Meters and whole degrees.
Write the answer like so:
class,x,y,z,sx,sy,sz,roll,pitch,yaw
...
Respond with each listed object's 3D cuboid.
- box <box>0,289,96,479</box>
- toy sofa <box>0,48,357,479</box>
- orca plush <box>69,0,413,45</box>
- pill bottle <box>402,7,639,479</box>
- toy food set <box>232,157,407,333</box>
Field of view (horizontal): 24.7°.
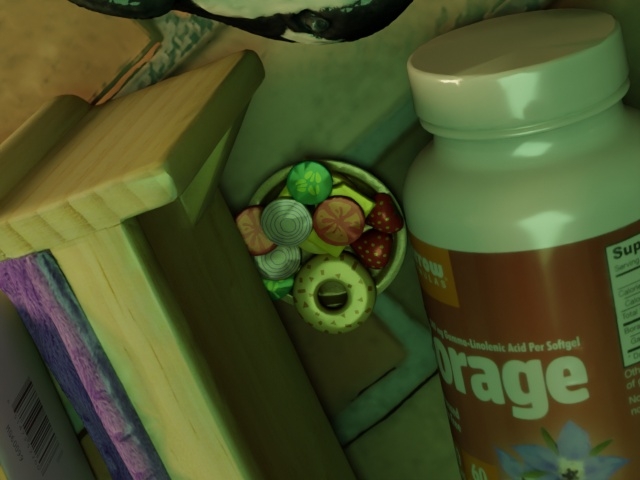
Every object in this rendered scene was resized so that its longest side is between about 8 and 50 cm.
class,x,y,z,sx,sy,sz,roll,pitch,yaw
box,-0.222,0.114,0.738,0.170,0.091,0.130,-16,110,11
toy sofa,-0.054,0.112,0.677,0.177,0.150,0.362,-17,111,20
orca plush,-0.098,-0.127,0.624,0.287,0.151,0.102,6,144,0
pill bottle,0.103,0.014,0.650,0.121,0.121,0.216,-10,111,9
toy food set,0.000,0.000,0.708,0.082,0.020,0.083,31,112,-8
